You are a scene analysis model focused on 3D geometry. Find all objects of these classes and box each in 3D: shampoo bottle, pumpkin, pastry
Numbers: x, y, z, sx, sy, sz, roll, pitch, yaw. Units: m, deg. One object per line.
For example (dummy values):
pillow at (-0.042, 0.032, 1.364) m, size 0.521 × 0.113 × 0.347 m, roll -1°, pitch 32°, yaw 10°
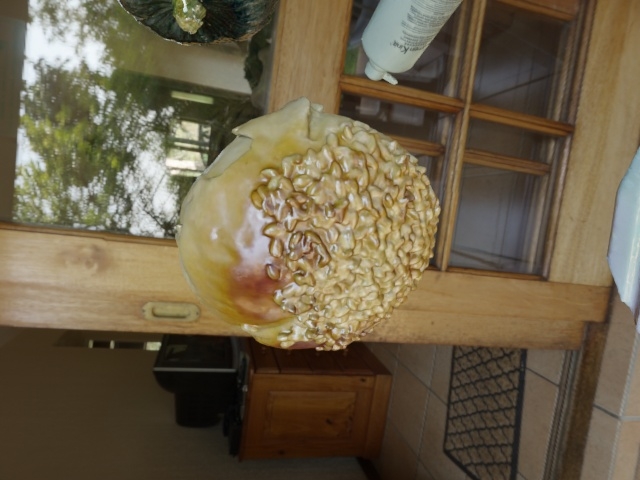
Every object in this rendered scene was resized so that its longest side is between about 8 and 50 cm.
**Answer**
shampoo bottle at (0.118, -0.287, 0.503) m, size 0.262 × 0.085 × 0.085 m, roll 136°, pitch 138°, yaw -64°
pumpkin at (-0.152, -0.320, 0.494) m, size 0.211 × 0.211 × 0.152 m, roll 154°, pitch 135°, yaw -72°
pastry at (0.000, 0.000, 0.630) m, size 0.245 × 0.409 × 0.410 m, roll 45°, pitch 130°, yaw 46°

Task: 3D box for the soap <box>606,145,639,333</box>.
soap at (0.603, -0.020, 0.623) m, size 0.261 × 0.156 × 0.446 m, roll -132°, pitch 22°, yaw -59°
